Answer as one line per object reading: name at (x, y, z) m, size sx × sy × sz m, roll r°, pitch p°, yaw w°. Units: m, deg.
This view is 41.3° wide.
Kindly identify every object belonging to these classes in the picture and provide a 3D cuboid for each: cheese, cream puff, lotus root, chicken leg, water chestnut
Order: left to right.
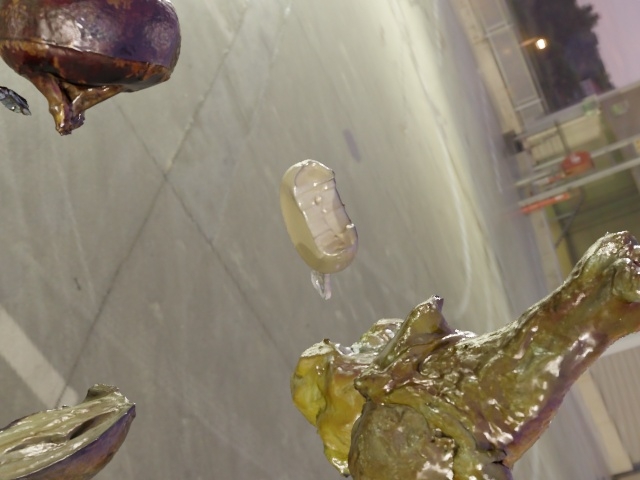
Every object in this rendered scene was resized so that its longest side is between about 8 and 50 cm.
lotus root at (-0.447, 0.370, 1.399) m, size 0.210 × 0.314 × 0.142 m, roll 23°, pitch -52°, yaw 55°
water chestnut at (-0.292, -0.249, 1.066) m, size 0.223 × 0.223 × 0.238 m, roll -8°, pitch 100°, yaw -72°
cheese at (-0.010, -0.013, 1.291) m, size 0.163 × 0.070 × 0.249 m, roll 60°, pitch -18°, yaw 15°
cream puff at (0.093, 0.211, 1.092) m, size 0.282 × 0.281 × 0.185 m, roll -42°, pitch 125°, yaw -71°
chicken leg at (0.162, 0.120, 0.821) m, size 0.140 × 0.361 × 0.211 m, roll 28°, pitch 16°, yaw -49°

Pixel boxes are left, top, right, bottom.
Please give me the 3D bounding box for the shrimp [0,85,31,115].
shrimp at (-0.407, -0.120, 0.946) m, size 0.174 × 0.082 × 0.076 m, roll -55°, pitch 130°, yaw -31°
